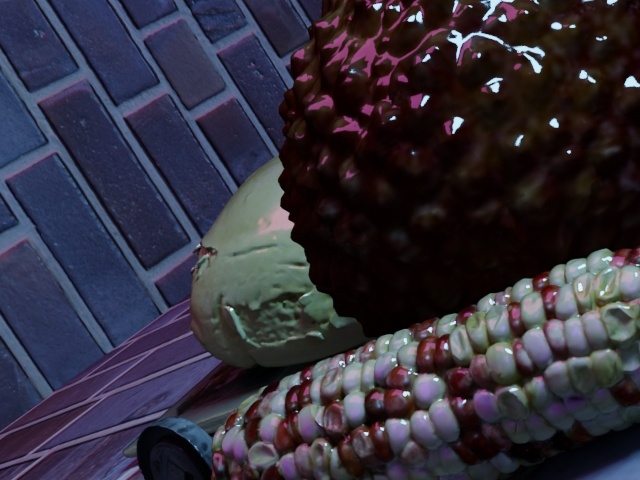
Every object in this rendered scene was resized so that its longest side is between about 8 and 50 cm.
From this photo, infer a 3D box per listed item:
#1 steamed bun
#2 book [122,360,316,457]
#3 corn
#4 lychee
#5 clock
[{"bbox_3d":[0.000,0.000,0.997,0.272,0.166,0.232,-17,15,32],"label":"steamed bun"},{"bbox_3d":[-0.054,0.121,1.111,0.214,0.025,0.282,-26,10,39],"label":"book"},{"bbox_3d":[0.059,0.084,0.519,0.280,0.092,0.092,-27,8,30],"label":"corn"},{"bbox_3d":[0.103,-0.063,0.633,0.300,0.264,0.264,-50,13,-28],"label":"lychee"},{"bbox_3d":[-0.088,0.155,0.709,0.017,0.085,0.085,-29,2,-42],"label":"clock"}]
